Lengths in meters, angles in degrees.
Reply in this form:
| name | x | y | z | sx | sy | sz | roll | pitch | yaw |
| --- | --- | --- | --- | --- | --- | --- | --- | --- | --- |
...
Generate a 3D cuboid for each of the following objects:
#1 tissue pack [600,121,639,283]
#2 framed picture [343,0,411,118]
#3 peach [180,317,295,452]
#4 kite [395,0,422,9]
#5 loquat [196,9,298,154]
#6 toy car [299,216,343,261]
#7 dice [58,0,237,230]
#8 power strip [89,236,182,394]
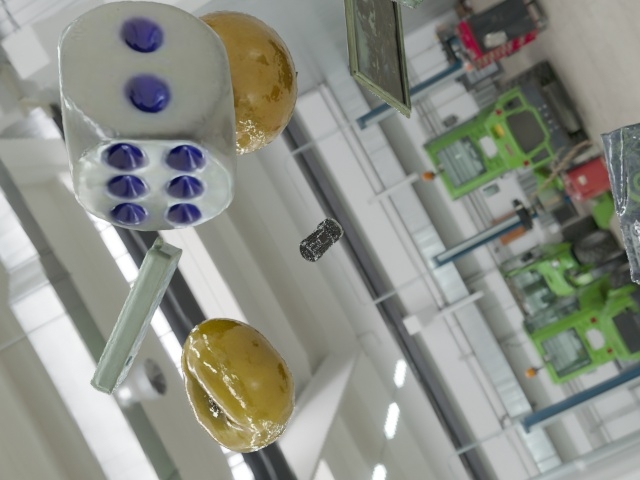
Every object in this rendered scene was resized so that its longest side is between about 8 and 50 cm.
| name | x | y | z | sx | sy | sz | roll | pitch | yaw |
| --- | --- | --- | --- | --- | --- | --- | --- | --- | --- |
| tissue pack | 0.705 | -0.094 | 1.416 | 0.124 | 0.394 | 0.288 | -10 | -93 | -53 |
| framed picture | 0.110 | -0.403 | 1.586 | 0.232 | 0.019 | 0.296 | 20 | -119 | -55 |
| peach | -0.106 | 0.174 | 1.030 | 0.179 | 0.103 | 0.179 | 36 | 139 | 40 |
| kite | 0.197 | -0.469 | 1.464 | 0.012 | 0.250 | 0.229 | 56 | -139 | -38 |
| loquat | -0.165 | -0.285 | 1.531 | 0.263 | 0.263 | 0.263 | 58 | -168 | -20 |
| toy car | 0.000 | 0.000 | 1.340 | 0.041 | 0.093 | 0.025 | 48 | -139 | 2 |
| dice | -0.255 | -0.178 | 1.252 | 0.259 | 0.243 | 0.251 | 110 | 152 | -58 |
| power strip | -0.295 | 0.123 | 1.339 | 0.046 | 0.271 | 0.118 | 25 | -175 | -6 |
